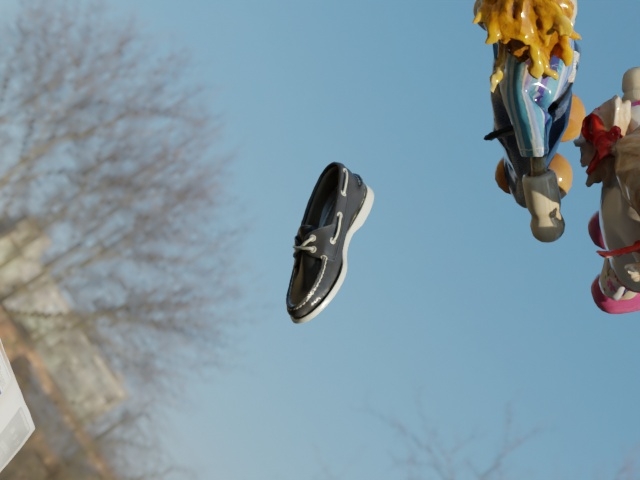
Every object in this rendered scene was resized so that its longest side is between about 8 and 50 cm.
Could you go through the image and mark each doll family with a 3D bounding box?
[{"bbox_3d":[0.088,-0.092,0.616,0.163,0.118,0.263,70,19,-70],"label":"doll family"}]

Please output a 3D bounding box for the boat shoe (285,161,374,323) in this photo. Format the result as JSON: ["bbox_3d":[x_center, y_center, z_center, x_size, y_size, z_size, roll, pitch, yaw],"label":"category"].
[{"bbox_3d":[0.000,0.000,1.074,0.046,0.125,0.038,-8,-43,45],"label":"boat shoe"}]

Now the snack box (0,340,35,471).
[{"bbox_3d":[-0.150,-0.005,0.380,0.178,0.022,0.064,31,-24,15],"label":"snack box"}]
